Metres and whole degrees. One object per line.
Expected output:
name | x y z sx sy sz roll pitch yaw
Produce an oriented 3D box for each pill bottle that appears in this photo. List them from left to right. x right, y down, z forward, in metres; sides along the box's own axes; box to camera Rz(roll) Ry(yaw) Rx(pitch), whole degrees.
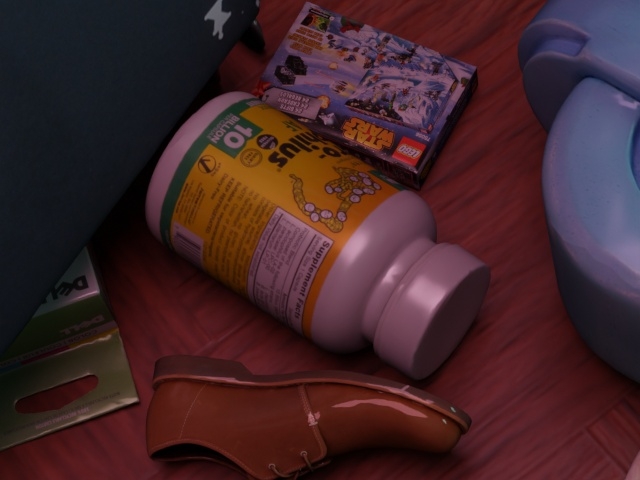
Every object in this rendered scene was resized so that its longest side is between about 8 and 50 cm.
pill bottle | 0.000 0.000 1.204 0.208 0.117 0.117 33 73 21

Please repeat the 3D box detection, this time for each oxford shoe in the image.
oxford shoe | -0.010 0.123 1.173 0.212 0.076 0.076 1 63 20

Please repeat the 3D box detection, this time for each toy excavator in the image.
toy excavator | 0.243 0.054 1.098 0.433 0.222 0.445 35 78 23

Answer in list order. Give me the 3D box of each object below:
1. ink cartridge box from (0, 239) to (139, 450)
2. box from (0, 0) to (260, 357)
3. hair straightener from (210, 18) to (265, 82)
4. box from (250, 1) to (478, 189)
ink cartridge box | -0.204 0.024 1.250 0.109 0.062 0.209 -19 63 -2
box | -0.383 -0.121 1.167 0.472 0.297 0.480 23 69 30
hair straightener | -0.108 -0.217 1.371 0.089 0.047 0.230 -35 61 -10
box | 0.029 -0.102 1.300 0.137 0.027 0.094 24 68 18
